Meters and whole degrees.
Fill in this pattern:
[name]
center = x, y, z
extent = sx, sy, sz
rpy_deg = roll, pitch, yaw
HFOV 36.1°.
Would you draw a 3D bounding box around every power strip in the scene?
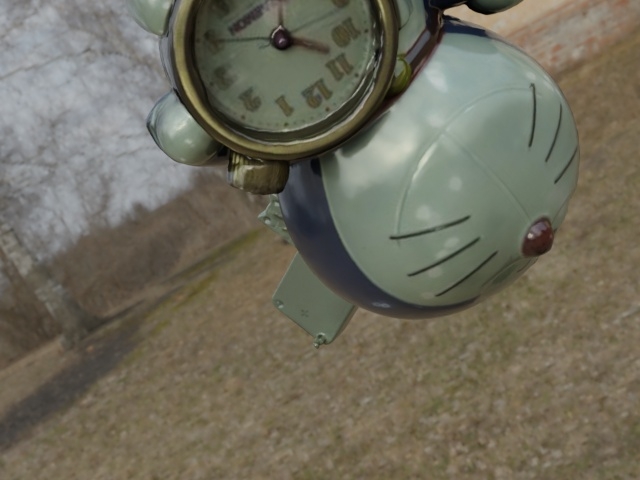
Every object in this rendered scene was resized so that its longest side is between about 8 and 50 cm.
[power strip]
center = 0.000, 0.000, 1.051
extent = 0.061, 0.145, 0.216
rpy_deg = -38, -19, -52

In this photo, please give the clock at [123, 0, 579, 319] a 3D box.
[clock]
center = 0.030, -0.072, 0.483
extent = 0.199, 0.243, 0.146
rpy_deg = -40, 27, -3
